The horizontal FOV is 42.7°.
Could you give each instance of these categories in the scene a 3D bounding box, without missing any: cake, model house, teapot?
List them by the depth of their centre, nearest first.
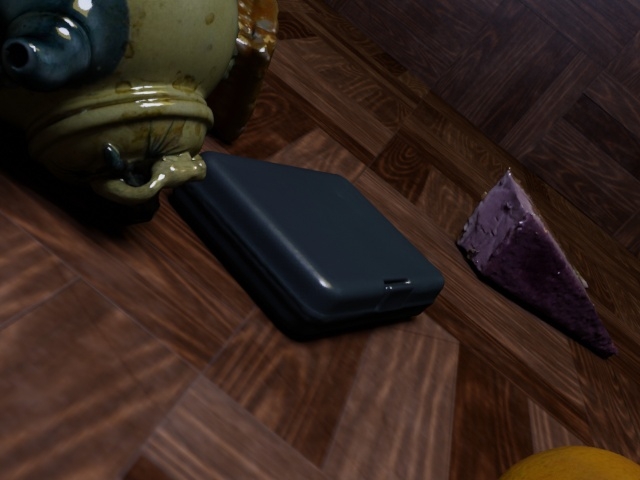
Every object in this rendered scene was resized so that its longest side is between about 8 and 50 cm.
[{"bbox_3d":[-0.127,-0.099,0.510,0.269,0.173,0.182,32,44,-82],"label":"teapot"},{"bbox_3d":[-0.114,-0.229,0.728,0.229,0.199,0.219,49,42,12],"label":"model house"},{"bbox_3d":[0.285,0.051,1.057,0.295,0.113,0.116,43,20,-29],"label":"cake"}]

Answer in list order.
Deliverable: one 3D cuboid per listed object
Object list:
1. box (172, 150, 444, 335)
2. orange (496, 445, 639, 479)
[{"bbox_3d":[0.000,0.000,0.651,0.160,0.050,0.230,46,19,21],"label":"box"},{"bbox_3d":[0.142,0.178,0.402,0.156,0.124,0.156,41,1,-1],"label":"orange"}]
